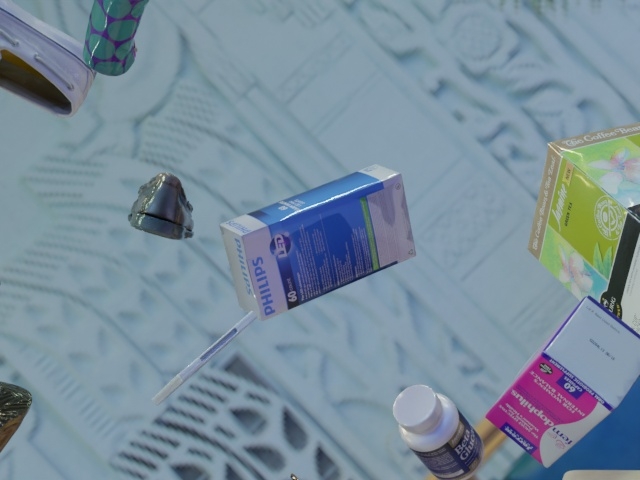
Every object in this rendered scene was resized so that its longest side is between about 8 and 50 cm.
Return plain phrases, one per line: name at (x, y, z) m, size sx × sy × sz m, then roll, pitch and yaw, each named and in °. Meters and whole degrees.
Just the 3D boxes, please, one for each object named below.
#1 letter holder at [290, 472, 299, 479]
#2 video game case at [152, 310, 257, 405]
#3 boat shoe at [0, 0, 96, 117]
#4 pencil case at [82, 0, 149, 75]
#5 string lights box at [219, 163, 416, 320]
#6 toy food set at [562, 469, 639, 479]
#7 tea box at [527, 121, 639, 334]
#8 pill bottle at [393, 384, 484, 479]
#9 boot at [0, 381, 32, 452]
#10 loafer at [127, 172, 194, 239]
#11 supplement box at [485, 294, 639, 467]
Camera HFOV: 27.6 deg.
letter holder at (-0.026, 0.505, 2.052) m, size 0.152 × 0.302 × 0.214 m, roll -34°, pitch -44°, yaw -11°
video game case at (-0.127, 0.129, 1.428) m, size 0.122 × 0.011 × 0.087 m, roll -40°, pitch -2°, yaw -36°
boat shoe at (-0.537, -0.294, 2.043) m, size 0.136 × 0.367 × 0.156 m, roll -36°, pitch 33°, yaw 45°
pencil case at (-0.248, -0.275, 1.611) m, size 0.070 × 0.064 × 0.152 m, roll -5°, pitch -31°, yaw -26°
string lights box at (0.000, 0.000, 1.833) m, size 0.259 × 0.133 × 0.076 m, roll -21°, pitch 24°, yaw -23°
toy food set at (0.469, 0.466, 1.974) m, size 0.306 × 0.092 × 0.220 m, roll -9°, pitch 44°, yaw 42°
tea box at (0.561, -0.020, 2.060) m, size 0.329 × 0.323 × 0.220 m, roll -14°, pitch -52°, yaw -25°
pill bottle at (0.174, 0.287, 1.949) m, size 0.094 × 0.094 × 0.169 m, roll -44°, pitch -46°, yaw -5°
boot at (-0.492, 0.347, 1.769) m, size 0.236 × 0.089 × 0.270 m, roll -55°, pitch -15°, yaw -69°
loafer at (-0.211, -0.049, 1.792) m, size 0.267 × 0.096 × 0.084 m, roll -158°, pitch 84°, yaw -82°
supplement box at (0.315, 0.184, 1.661) m, size 0.114 × 0.111 × 0.220 m, roll -46°, pitch -10°, yaw -29°
